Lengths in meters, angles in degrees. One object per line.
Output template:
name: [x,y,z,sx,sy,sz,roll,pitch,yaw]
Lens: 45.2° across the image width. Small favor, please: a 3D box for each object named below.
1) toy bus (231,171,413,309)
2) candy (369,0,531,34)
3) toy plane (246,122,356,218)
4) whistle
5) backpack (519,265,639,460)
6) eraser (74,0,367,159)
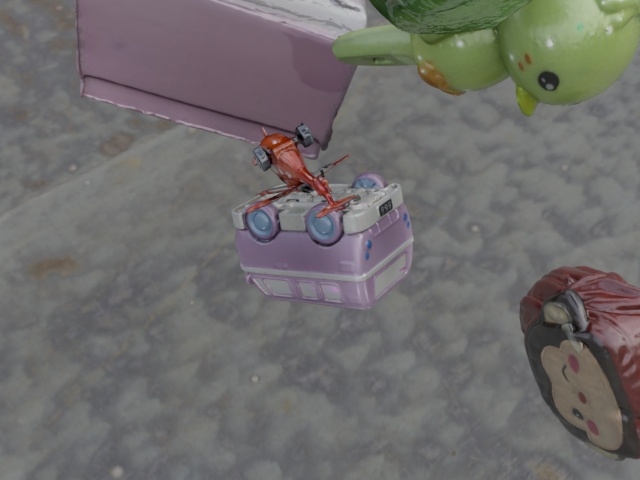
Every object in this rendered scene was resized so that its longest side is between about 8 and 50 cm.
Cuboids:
toy bus: [0.000,0.000,0.965,0.202,0.142,0.142,4,26,35]
candy: [0.101,-0.199,0.411,0.132,0.142,0.343,3,7,-7]
toy plane: [-0.033,-0.070,0.816,0.126,0.077,0.194,-22,24,9]
whistle: [0.146,-0.166,0.675,0.294,0.141,0.141,-14,41,35]
backpack: [0.313,0.124,0.875,0.139,0.229,0.229,-25,52,-13]
eraser: [-0.137,-0.260,1.039,0.359,0.272,0.122,13,58,-7]
